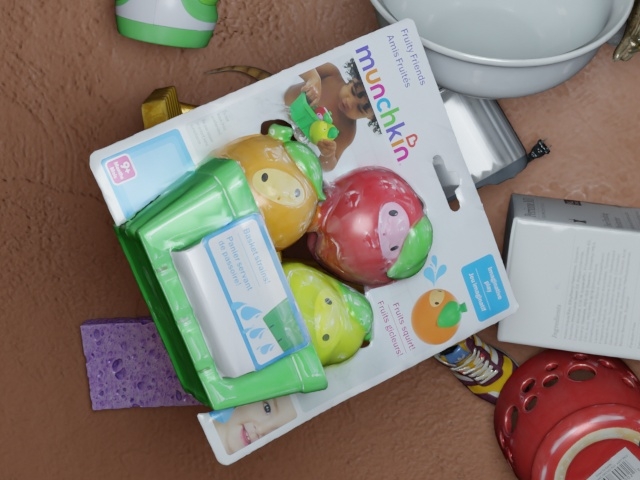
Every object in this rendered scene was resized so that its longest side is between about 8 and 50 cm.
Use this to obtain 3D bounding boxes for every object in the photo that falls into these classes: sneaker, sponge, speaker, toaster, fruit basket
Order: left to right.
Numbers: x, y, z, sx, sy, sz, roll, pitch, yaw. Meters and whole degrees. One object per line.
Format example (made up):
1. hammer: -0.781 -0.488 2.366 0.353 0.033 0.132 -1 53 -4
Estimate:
1. sponge: -0.197 0.155 1.814 0.210 0.031 0.117 -4 102 9
2. speaker: -0.163 -0.380 1.639 0.131 0.131 0.297 11 104 5
3. fruit basket: 0.000 0.000 1.351 0.353 0.165 0.327 -24 103 -12
4. toaster: 0.141 -0.115 1.660 0.227 0.129 0.146 -28 95 11
5. sneaker: 0.180 0.146 1.735 0.185 0.084 0.069 41 104 -2

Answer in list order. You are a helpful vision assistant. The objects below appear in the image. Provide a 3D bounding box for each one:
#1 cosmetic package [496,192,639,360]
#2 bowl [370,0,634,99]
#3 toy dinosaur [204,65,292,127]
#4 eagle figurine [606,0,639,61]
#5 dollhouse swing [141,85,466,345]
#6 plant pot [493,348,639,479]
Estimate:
1. cosmetic package: 0.305 0.040 1.660 0.183 0.151 0.152 8 103 4
2. bowl: 0.188 -0.253 1.561 0.297 0.298 0.134 10 142 5
3. toy dinosaur: -0.035 -0.172 1.693 0.112 0.064 0.211 -32 67 -18
4. eagle figurine: 0.464 -0.209 1.590 0.298 0.225 0.226 20 151 -27
5. dollhouse swing: -0.017 -0.035 1.594 0.304 0.347 0.315 -10 101 0
6. plant pot: 0.315 0.240 1.673 0.191 0.174 0.191 -2 108 -5
